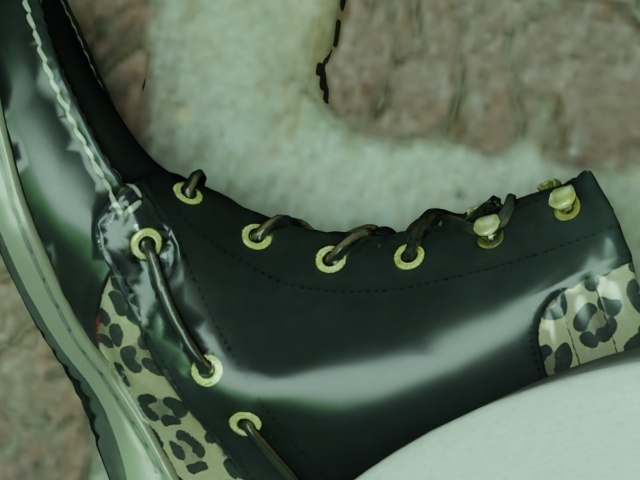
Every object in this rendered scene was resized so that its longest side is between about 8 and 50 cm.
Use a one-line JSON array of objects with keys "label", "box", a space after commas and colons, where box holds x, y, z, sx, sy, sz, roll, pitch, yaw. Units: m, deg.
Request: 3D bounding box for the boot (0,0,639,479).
[{"label": "boot", "box": [0.001, 0.001, 0.516, 0.178, 0.085, 0.236, -22, 95, 9]}]

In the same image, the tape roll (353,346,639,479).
[{"label": "tape roll", "box": [0.129, 0.215, 0.410, 0.392, 0.072, 0.392, 1, 92, 22]}]
